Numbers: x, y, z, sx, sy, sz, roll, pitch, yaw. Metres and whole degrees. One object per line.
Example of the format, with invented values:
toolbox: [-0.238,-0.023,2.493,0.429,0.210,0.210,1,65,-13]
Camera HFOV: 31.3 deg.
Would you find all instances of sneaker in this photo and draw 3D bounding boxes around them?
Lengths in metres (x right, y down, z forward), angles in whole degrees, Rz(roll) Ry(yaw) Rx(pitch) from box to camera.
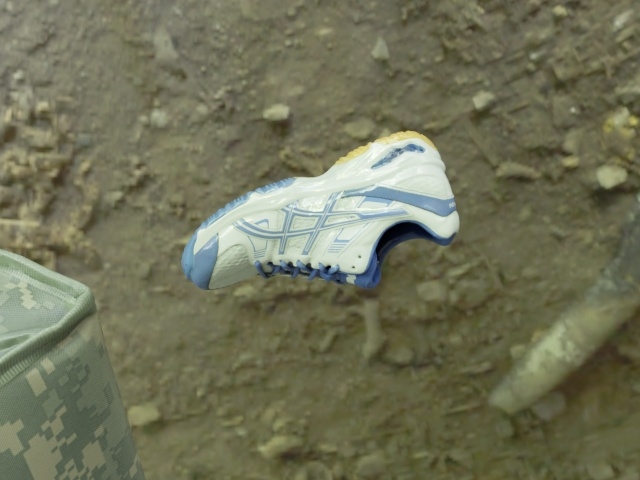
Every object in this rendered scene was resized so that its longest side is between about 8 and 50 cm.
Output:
sneaker: [0.000,0.000,1.184,0.296,0.131,0.112,-25,165,7]

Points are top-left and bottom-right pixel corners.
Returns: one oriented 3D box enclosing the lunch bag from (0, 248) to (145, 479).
lunch bag: [-0.237,0.096,0.577,0.287,0.169,0.235,23,140,29]
